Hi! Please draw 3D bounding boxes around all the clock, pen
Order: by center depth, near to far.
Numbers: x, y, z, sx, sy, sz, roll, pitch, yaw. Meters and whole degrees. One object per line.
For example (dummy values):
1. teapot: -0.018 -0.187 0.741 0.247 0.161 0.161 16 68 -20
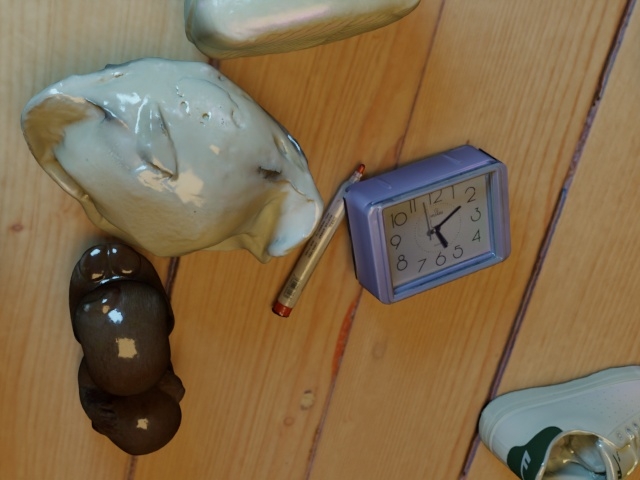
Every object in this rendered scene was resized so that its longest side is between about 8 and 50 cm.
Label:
1. clock: 0.135 -0.022 1.119 0.193 0.073 0.144 -20 120 -17
2. pen: 0.000 0.000 1.125 0.026 0.026 0.218 23 104 -26

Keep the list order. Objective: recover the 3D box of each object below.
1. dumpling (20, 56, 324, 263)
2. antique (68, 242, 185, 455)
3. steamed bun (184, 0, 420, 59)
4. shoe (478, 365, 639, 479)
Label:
1. dumpling: -0.163 -0.076 0.983 0.318 0.187 0.243 22 145 -17
2. antique: -0.216 0.143 1.037 0.121 0.143 0.256 -9 131 -17
3. steamed bun: -0.026 -0.273 0.916 0.239 0.170 0.152 -12 94 -15
4. shoe: 0.425 0.285 1.323 0.363 0.160 0.131 -4 117 -16
